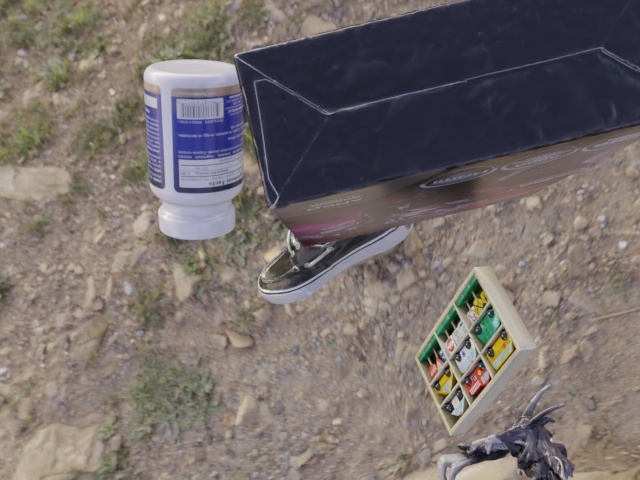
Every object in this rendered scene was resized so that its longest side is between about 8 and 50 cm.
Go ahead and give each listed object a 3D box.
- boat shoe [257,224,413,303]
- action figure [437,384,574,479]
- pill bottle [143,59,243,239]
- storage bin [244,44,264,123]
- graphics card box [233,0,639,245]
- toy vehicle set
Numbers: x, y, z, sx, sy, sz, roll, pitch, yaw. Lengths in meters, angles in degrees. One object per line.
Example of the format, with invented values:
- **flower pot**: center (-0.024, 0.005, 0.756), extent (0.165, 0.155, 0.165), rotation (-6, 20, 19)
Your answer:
- **boat shoe**: center (0.000, 0.000, 0.897), extent (0.219, 0.070, 0.077), rotation (-31, 39, 28)
- **action figure**: center (0.229, 0.314, 0.954), extent (0.141, 0.164, 0.275), rotation (-2, 106, -11)
- **pill bottle**: center (-0.198, -0.144, 1.246), extent (0.153, 0.153, 0.264), rotation (6, 112, 9)
- **storage bin**: center (-0.123, -0.253, 1.355), extent (0.098, 0.091, 0.135), rotation (39, 53, -17)
- **graphics card box**: center (0.079, -0.070, 0.577), extent (0.233, 0.371, 0.094), rotation (-12, 85, 0)
- **toy vehicle set**: center (0.254, 0.191, 1.331), extent (0.035, 0.266, 0.166), rotation (-3, 49, -25)
